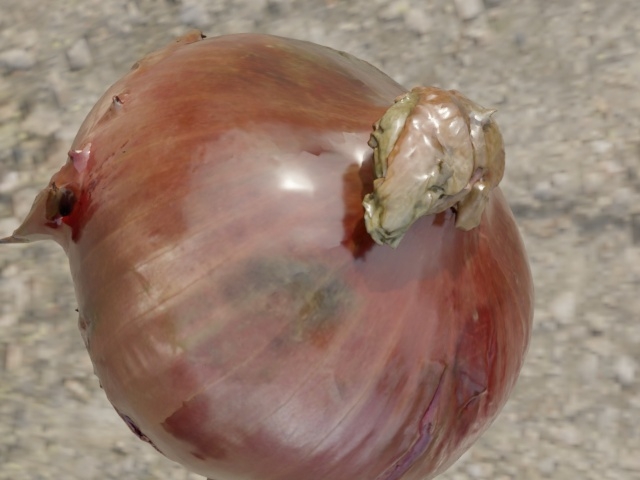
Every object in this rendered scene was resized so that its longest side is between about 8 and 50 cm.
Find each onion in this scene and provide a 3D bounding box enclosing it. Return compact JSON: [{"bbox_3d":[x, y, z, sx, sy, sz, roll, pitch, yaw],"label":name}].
[{"bbox_3d":[-0.028,0.017,1.285,0.353,0.353,0.354,1,88,-28],"label":"onion"}]
